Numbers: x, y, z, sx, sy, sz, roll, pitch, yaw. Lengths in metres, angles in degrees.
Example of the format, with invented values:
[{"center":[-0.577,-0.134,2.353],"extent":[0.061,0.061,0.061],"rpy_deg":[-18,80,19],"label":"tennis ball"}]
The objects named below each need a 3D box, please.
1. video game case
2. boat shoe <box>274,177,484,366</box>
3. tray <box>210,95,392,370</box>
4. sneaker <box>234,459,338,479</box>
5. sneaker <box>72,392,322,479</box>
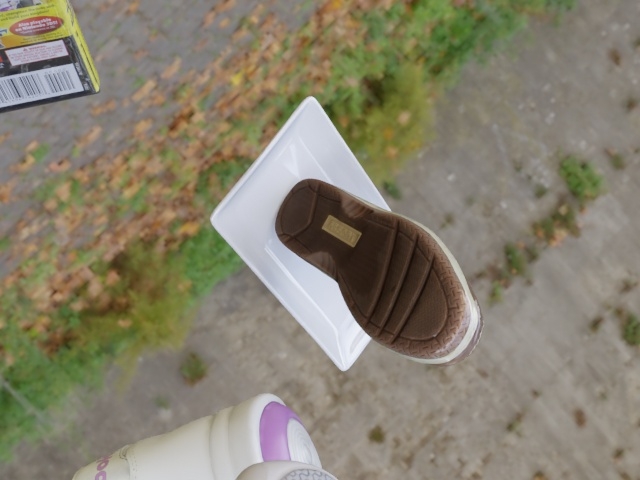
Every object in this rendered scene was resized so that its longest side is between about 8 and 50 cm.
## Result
[{"center":[-0.375,-0.197,1.047],"extent":[0.274,0.035,0.248],"rpy_deg":[-12,153,-3],"label":"video game case"},{"center":[0.064,0.024,0.903],"extent":[0.095,0.257,0.095],"rpy_deg":[27,102,-39],"label":"boat shoe"},{"center":[0.000,0.000,1.022],"extent":[0.145,0.030,0.270],"rpy_deg":[-53,136,-15],"label":"tray"},{"center":[-0.038,0.224,0.433],"extent":[0.115,0.281,0.105],"rpy_deg":[5,-174,32],"label":"sneaker"},{"center":[-0.058,0.194,0.696],"extent":[0.152,0.114,0.305],"rpy_deg":[-14,141,4],"label":"sneaker"}]
